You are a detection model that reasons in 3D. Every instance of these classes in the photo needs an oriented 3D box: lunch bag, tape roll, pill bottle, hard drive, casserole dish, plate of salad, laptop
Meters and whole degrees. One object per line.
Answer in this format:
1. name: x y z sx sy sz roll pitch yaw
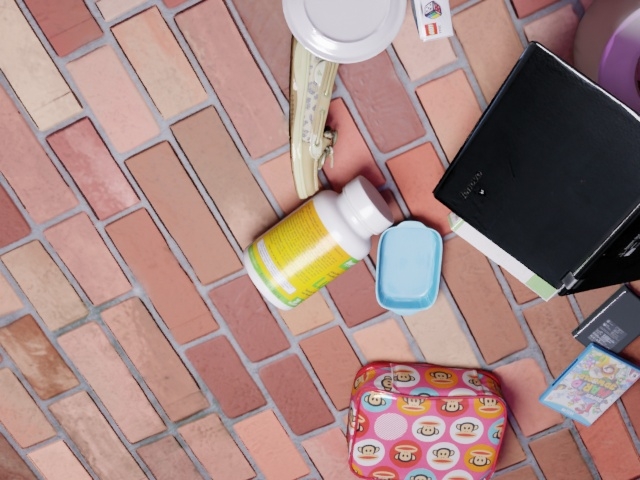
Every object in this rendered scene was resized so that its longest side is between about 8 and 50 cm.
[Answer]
1. lunch bag: 0.196 0.366 1.943 0.293 0.120 0.258 5 116 -3
2. tape roll: 0.534 -0.285 1.607 0.246 0.169 0.246 0 116 0
3. pill bottle: 0.000 0.000 1.760 0.246 0.136 0.136 -36 110 16
4. hard drive: 0.546 0.155 1.896 0.094 0.022 0.135 38 110 -16
5. casserole dish: 0.156 0.045 1.837 0.114 0.037 0.188 1 116 -1
6. plate of salad: 0.037 -0.379 1.618 0.200 0.048 0.199 -1 95 -9
7. laptop: 0.461 -0.111 1.620 0.408 0.236 0.382 -8 151 -25

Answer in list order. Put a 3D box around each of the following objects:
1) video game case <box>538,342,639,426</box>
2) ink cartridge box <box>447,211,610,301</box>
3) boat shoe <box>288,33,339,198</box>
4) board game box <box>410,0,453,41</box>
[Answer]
1. video game case: 0.510 0.275 1.943 0.119 0.015 0.166 27 122 -13
2. ink cartridge box: 0.365 -0.024 1.795 0.235 0.056 0.171 35 111 -19
3. boat shoe: -0.006 -0.204 1.682 0.089 0.104 0.285 0 113 -4
4. board game box: 0.142 -0.466 1.508 0.053 0.193 0.305 -9 115 5
